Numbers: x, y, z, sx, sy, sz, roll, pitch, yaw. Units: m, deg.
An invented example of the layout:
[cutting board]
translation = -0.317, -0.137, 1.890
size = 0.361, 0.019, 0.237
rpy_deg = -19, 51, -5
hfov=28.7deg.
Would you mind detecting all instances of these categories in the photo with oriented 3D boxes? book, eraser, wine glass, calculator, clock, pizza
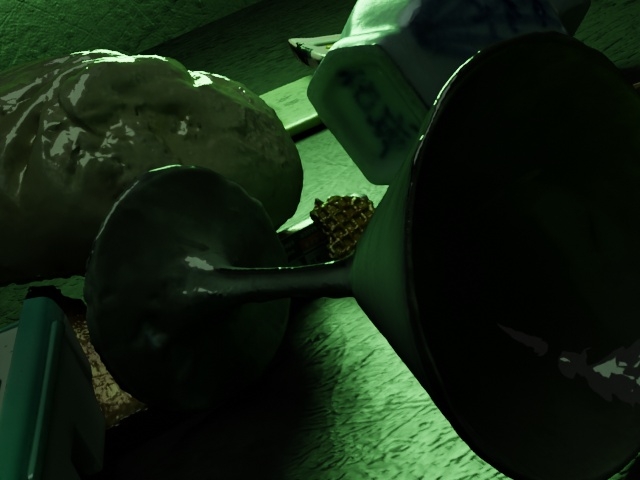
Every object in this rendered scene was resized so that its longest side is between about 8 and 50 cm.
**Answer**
[book]
translation = -0.074, -0.182, 1.875
size = 0.352, 0.035, 0.239
rpy_deg = -24, 20, -13
[eraser]
translation = 0.000, 0.000, 1.249
size = 0.122, 0.052, 0.029
rpy_deg = -28, 21, -22
[wine glass]
translation = 0.022, 0.025, 0.874
size = 0.267, 0.267, 0.406
rpy_deg = -34, 17, -35
[calculator]
translation = 0.082, -0.288, 1.937
size = 0.194, 0.043, 0.294
rpy_deg = -12, 20, -26
[clock]
translation = -0.278, 0.185, 0.911
size = 0.231, 0.116, 0.262
rpy_deg = -24, 27, 6
[pizza]
translation = -0.203, 0.105, 1.084
size = 0.185, 0.052, 0.195
rpy_deg = -33, 51, -16

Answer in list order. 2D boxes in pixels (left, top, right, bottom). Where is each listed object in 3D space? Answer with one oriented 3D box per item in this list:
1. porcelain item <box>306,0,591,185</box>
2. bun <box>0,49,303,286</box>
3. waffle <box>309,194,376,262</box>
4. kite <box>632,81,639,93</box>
[porcelain item]
translation = 0.158, -0.229, 1.439
size = 0.178, 0.242, 0.405
rpy_deg = -30, 11, 43
[bun]
translation = -0.205, -0.077, 1.195
size = 0.360, 0.210, 0.360
rpy_deg = -8, 3, 0
[waffle]
translation = 0.030, -0.008, 1.218
size = 0.078, 0.085, 0.016
rpy_deg = -4, -28, -10
[kite]
translation = 0.357, -0.122, 1.267
size = 0.378, 0.013, 0.327
rpy_deg = -28, 19, -15
